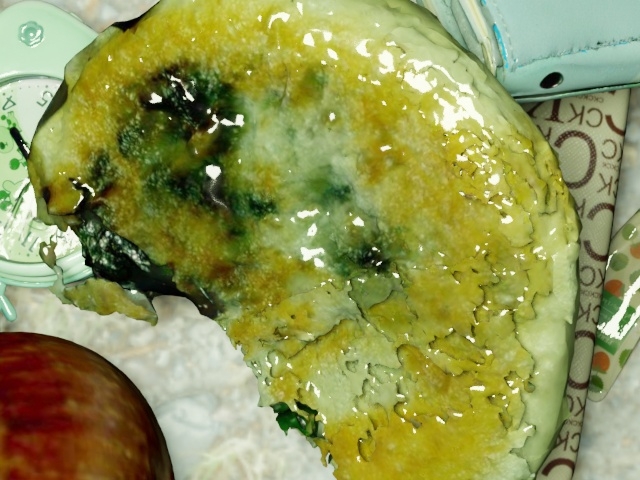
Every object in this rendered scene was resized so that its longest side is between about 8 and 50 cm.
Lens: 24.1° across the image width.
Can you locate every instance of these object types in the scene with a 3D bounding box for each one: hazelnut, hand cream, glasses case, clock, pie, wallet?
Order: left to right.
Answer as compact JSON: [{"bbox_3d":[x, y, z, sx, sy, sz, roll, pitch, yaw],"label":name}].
[{"bbox_3d":[-0.181,0.176,0.926,0.218,0.218,0.234,12,88,2],"label":"hazelnut"},{"bbox_3d":[-0.192,-0.043,1.002,0.159,0.066,0.211,37,90,3],"label":"clock"},{"bbox_3d":[0.000,0.000,0.878,0.371,0.078,0.296,39,118,6],"label":"pie"},{"bbox_3d":[0.117,0.010,0.980,0.137,0.085,0.354,8,86,6],"label":"glasses case"},{"bbox_3d":[0.181,-0.168,0.931,0.250,0.075,0.176,-8,58,-21],"label":"wallet"},{"bbox_3d":[0.208,0.028,1.009,0.057,0.037,0.165,33,95,3],"label":"hand cream"}]
